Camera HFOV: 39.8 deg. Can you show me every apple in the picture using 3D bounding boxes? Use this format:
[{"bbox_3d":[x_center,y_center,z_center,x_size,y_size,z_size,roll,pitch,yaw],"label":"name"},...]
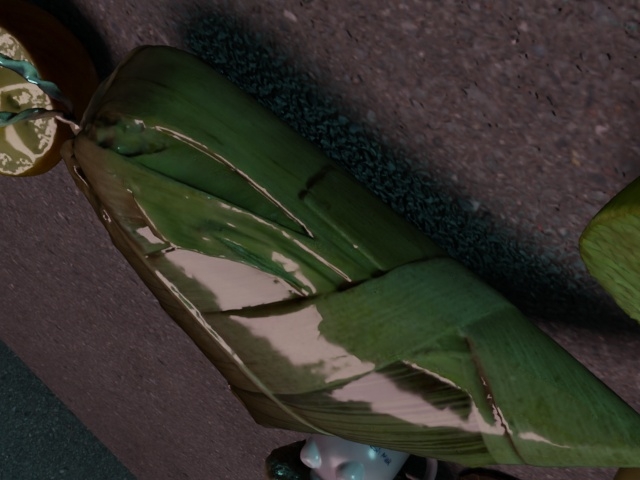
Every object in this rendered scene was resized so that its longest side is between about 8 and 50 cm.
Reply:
[{"bbox_3d":[-0.335,-0.168,0.969,0.173,0.160,0.195,34,116,-20],"label":"apple"}]

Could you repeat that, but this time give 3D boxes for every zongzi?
[{"bbox_3d":[0.011,-0.016,0.734,0.467,0.218,0.500,-2,134,44],"label":"zongzi"}]

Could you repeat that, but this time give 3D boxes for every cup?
[{"bbox_3d":[0.059,0.276,1.173,0.134,0.142,0.173,10,142,42],"label":"cup"}]

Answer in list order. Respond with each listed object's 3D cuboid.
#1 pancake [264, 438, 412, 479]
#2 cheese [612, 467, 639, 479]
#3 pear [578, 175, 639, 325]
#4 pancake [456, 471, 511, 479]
[{"bbox_3d":[0.046,0.356,1.240,0.282,0.049,0.282,24,-170,-4],"label":"pancake"},{"bbox_3d":[0.405,0.244,0.714,0.316,0.128,0.259,31,150,12],"label":"cheese"},{"bbox_3d":[0.292,0.033,0.543,0.288,0.139,0.239,38,167,-5],"label":"pear"},{"bbox_3d":[0.270,0.373,1.189,0.199,0.021,0.199,30,151,19],"label":"pancake"}]
